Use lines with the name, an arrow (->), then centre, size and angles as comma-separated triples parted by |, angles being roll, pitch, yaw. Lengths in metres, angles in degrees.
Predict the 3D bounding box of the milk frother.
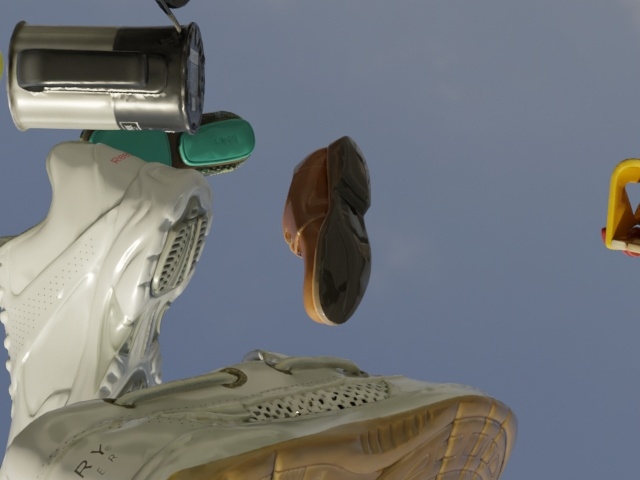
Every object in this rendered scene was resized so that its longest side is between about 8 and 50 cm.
milk frother -> -0.158, -0.156, 1.309 | 0.135, 0.129, 0.143 | 1, -107, 6

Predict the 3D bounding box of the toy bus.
toy bus -> 0.357, -0.032, 1.615 | 0.191, 0.104, 0.202 | 4, -173, 6

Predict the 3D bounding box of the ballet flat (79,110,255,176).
ballet flat -> -0.140, -0.075, 1.500 | 0.188, 0.070, 0.070 | -3, -134, -45

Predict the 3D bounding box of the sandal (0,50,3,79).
sandal -> -0.498, -0.210, 1.848 | 0.317, 0.138, 0.126 | -6, -129, 3

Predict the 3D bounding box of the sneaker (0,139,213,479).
sneaker -> -0.147, 0.046, 1.026 | 0.115, 0.232, 0.090 | 27, -167, 18

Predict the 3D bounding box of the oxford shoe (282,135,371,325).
oxford shoe -> 0.000, 0.000, 1.624 | 0.076, 0.076, 0.212 | 51, -150, -36

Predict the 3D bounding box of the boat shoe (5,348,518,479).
boat shoe -> -0.012, 0.082, 0.688 | 0.096, 0.098, 0.277 | 29, -171, 28
